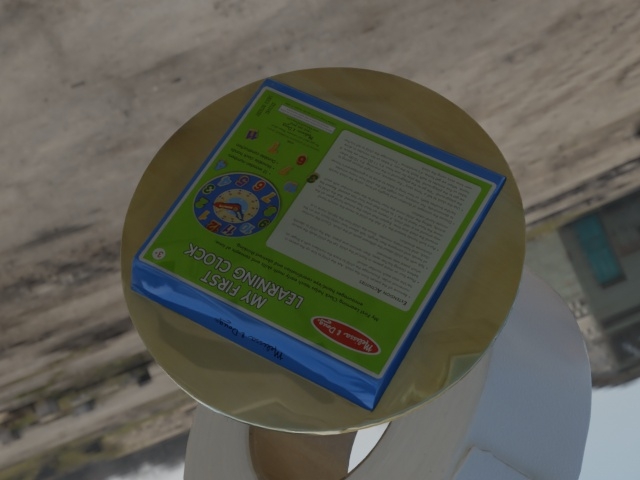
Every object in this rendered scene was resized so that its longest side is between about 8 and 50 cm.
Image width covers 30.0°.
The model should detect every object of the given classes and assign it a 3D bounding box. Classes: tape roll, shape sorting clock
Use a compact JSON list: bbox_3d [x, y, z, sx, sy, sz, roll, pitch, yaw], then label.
[{"bbox_3d":[0.036,0.118,0.789,0.286,0.286,0.100,-26,132,38],"label":"tape roll"},{"bbox_3d":[0.000,0.000,0.607,0.206,0.206,0.040,-21,150,-7],"label":"shape sorting clock"}]
